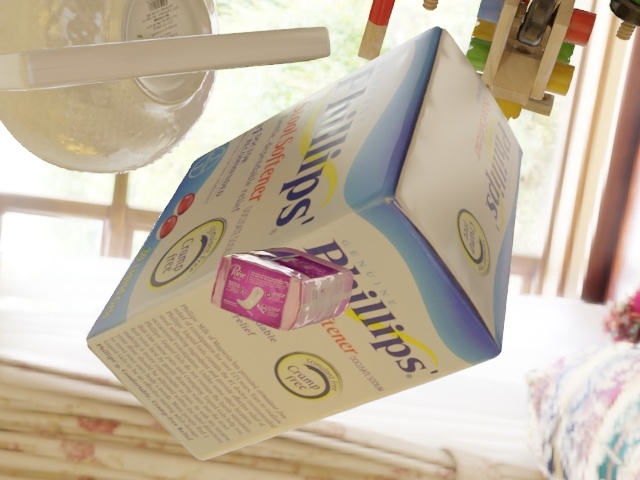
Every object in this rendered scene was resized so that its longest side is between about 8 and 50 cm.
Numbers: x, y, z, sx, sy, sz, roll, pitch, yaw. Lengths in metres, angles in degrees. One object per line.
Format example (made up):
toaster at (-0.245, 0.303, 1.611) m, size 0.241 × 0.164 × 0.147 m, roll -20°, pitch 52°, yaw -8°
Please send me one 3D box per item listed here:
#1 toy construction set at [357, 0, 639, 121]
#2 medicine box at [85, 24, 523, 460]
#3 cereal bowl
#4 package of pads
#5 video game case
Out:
toy construction set at (0.187, -0.214, 1.055) m, size 0.257 × 0.308 × 0.237 m, roll -103°, pitch 23°, yaw -45°
medicine box at (0.000, 0.000, 0.763) m, size 0.289 × 0.149 × 0.263 m, roll -26°, pitch 26°, yaw 30°
cereal bowl at (-0.233, -0.241, 1.135) m, size 0.339 × 0.141 × 0.339 m, roll -18°, pitch -67°, yaw -53°
package of pads at (-0.018, 0.025, 0.508) m, size 0.083 × 0.050 × 0.032 m, roll -6°, pitch -68°, yaw -69°
video game case at (-0.142, -0.130, 0.684) m, size 0.206 × 0.227 × 0.026 m, roll 11°, pitch 111°, yaw 52°
